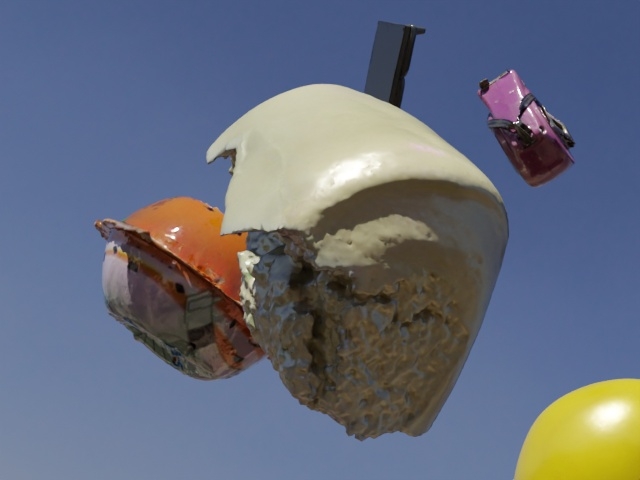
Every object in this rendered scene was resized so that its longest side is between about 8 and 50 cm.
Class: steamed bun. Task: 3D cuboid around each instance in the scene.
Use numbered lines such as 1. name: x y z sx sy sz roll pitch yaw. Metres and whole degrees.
1. steamed bun: 0.000 0.000 1.036 0.170 0.200 0.225 12 16 -28

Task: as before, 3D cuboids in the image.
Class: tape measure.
1. tape measure: 0.242 -0.125 1.770 0.074 0.118 0.125 -34 -39 14

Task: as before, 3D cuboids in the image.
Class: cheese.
1. cheese: -0.083 0.063 1.366 0.329 0.129 0.217 29 -14 33

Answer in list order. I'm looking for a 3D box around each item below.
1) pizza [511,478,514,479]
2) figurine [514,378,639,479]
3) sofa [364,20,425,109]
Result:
1. pizza: 0.303 0.394 2.355 0.182 0.062 0.161 -26 -6 5
2. figurine: 0.308 0.271 1.602 0.187 0.215 0.344 36 -13 23
3. sofa: 0.111 -0.232 2.146 0.060 0.147 0.085 8 7 -27
